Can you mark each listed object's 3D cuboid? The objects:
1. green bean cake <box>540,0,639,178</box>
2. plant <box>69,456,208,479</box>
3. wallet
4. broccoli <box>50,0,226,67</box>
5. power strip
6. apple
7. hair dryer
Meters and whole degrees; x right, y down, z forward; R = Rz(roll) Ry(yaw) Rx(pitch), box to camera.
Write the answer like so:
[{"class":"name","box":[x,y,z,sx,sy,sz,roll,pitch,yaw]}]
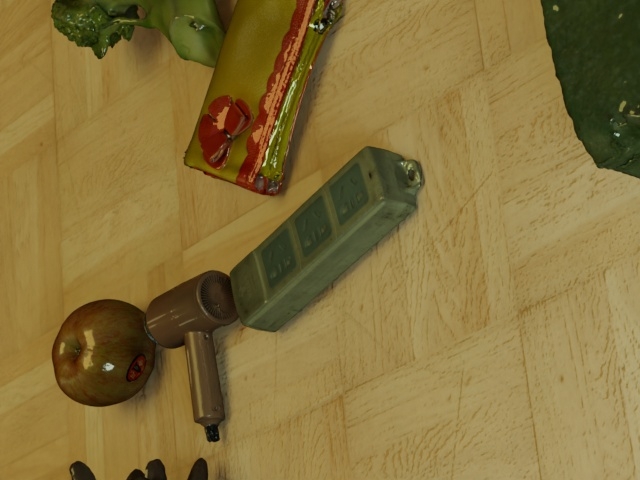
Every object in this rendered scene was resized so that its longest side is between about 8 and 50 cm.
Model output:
[{"class":"green bean cake","box":[0.305,-0.177,1.600,0.227,0.125,0.222,-35,52,39]},{"class":"plant","box":[-0.172,0.374,2.006,0.181,0.194,0.320,-24,65,32]},{"class":"wallet","box":[-0.065,-0.174,2.111,0.141,0.067,0.241,23,97,50]},{"class":"broccoli","box":[-0.231,-0.327,2.267,0.254,0.186,0.302,-20,57,37]},{"class":"power strip","box":[0.000,0.000,1.986,0.272,0.052,0.078,-42,49,36]},{"class":"apple","box":[-0.249,0.127,2.221,0.126,0.102,0.126,-20,63,47]},{"class":"hair dryer","box":[-0.134,0.133,2.114,0.117,0.064,0.181,-27,64,45]}]
